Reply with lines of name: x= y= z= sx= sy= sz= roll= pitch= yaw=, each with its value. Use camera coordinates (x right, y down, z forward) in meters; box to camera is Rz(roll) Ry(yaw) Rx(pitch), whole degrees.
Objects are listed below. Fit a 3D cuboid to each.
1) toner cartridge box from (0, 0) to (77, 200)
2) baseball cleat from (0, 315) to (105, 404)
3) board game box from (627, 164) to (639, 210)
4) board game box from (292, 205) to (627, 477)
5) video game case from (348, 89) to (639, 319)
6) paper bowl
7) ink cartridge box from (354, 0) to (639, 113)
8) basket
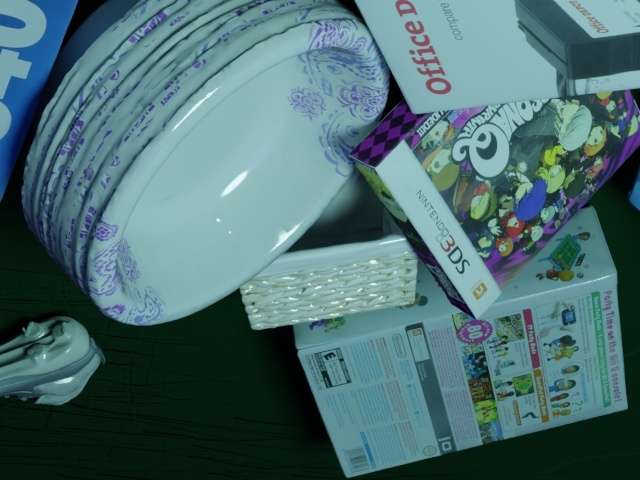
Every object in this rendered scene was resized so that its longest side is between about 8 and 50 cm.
toner cartridge box: x=-0.266 y=-0.133 z=0.882 sx=0.165 sy=0.075 sz=0.348 roll=13 pitch=131 yaw=-23
baseball cleat: x=-0.309 y=0.138 z=1.272 sx=0.206 sy=0.072 sz=0.109 roll=-15 pitch=142 yaw=10
board game box: x=0.417 y=-0.069 z=1.038 sx=0.086 sy=0.308 sz=0.302 roll=-26 pitch=144 yaw=-29
board game box: x=0.141 y=0.105 z=1.309 sx=0.303 sy=0.097 sz=0.224 roll=-13 pitch=137 yaw=4
video game case: x=0.155 y=-0.080 z=1.084 sx=0.232 sy=0.042 sz=0.210 roll=-45 pitch=133 yaw=-9
paper bowl: x=-0.096 y=-0.085 z=0.980 sx=0.284 sy=0.148 sz=0.284 roll=-39 pitch=158 yaw=-19
ink cartridge box: x=0.177 y=-0.211 z=0.882 sx=0.307 sy=0.129 sz=0.223 roll=-5 pitch=147 yaw=22
basket: x=0.000 y=0.000 z=1.165 sx=0.167 sy=0.113 sz=0.103 roll=-9 pitch=140 yaw=-3
